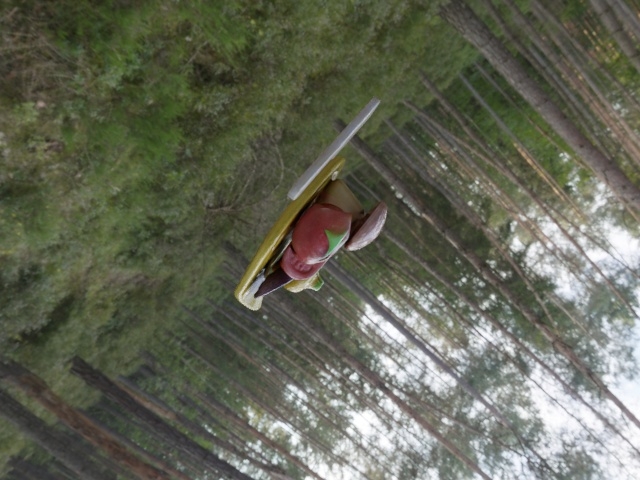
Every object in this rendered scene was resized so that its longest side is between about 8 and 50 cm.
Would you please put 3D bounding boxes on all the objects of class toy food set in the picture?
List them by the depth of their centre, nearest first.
[{"bbox_3d":[0.000,0.000,0.385,0.128,0.071,0.218,-52,179,-38],"label":"toy food set"}]
